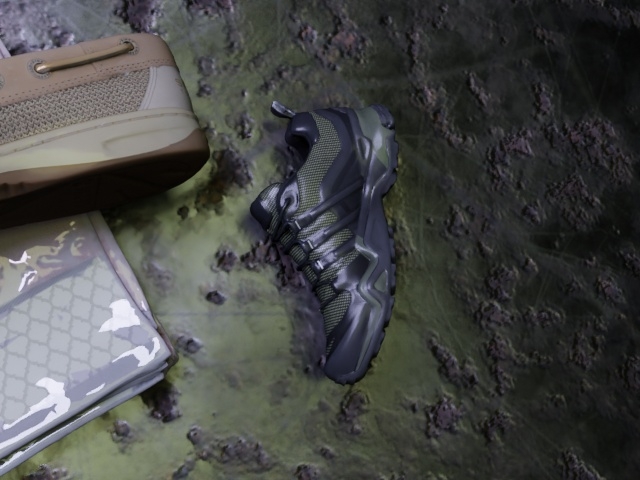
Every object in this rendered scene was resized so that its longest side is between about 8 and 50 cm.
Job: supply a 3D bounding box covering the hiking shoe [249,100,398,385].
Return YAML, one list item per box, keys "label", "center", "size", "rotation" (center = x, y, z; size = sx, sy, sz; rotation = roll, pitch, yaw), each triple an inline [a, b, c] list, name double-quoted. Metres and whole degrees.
- label: "hiking shoe"
  center: [0.000, 0.000, 0.603]
  size: [0.114, 0.086, 0.227]
  rotation: [3, 74, -2]

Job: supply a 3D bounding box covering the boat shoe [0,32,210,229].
- label: "boat shoe"
  center: [-0.243, -0.059, 0.467]
  size: [0.341, 0.121, 0.110]
  rotation: [-15, 82, -30]

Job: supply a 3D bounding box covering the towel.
- label: "towel"
  center: [-0.310, 0.035, 0.513]
  size: [0.332, 0.053, 0.317]
  rotation: [-31, 91, -19]
